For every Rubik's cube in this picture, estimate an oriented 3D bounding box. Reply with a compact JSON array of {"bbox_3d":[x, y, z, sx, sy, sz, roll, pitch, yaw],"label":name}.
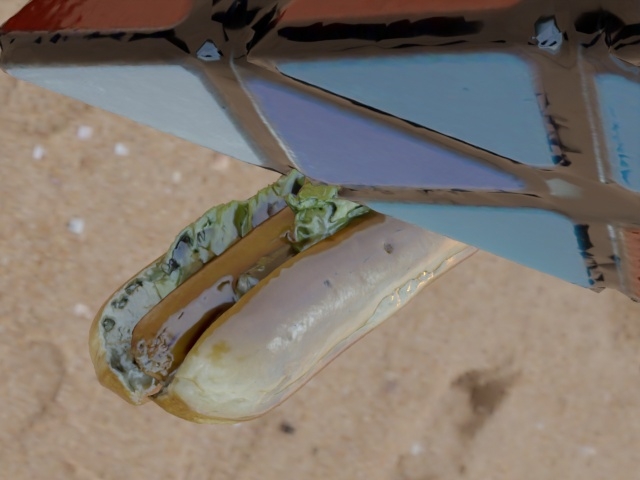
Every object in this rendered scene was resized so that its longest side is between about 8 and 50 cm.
[{"bbox_3d":[0.027,-0.048,0.412,0.250,0.234,0.284,-65,149,-70],"label":"Rubik's cube"}]

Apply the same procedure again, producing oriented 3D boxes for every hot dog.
[{"bbox_3d":[0.000,0.000,1.111,0.337,0.135,0.100,-34,119,-40],"label":"hot dog"}]
